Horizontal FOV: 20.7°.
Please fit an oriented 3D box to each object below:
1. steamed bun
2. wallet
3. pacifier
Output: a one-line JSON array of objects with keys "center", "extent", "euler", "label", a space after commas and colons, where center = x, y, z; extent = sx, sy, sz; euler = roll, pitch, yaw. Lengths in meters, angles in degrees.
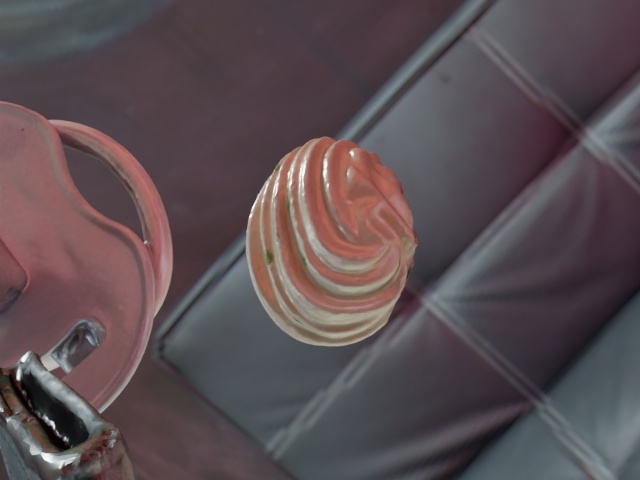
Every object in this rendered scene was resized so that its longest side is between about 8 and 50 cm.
[{"center": [0.000, 0.000, 1.517], "extent": [0.183, 0.106, 0.183], "euler": [1, 91, 59], "label": "steamed bun"}, {"center": [-0.066, 0.238, 0.771], "extent": [0.046, 0.379, 0.190], "euler": [-22, 16, -18], "label": "wallet"}, {"center": [-0.238, 0.001, 1.234], "extent": [0.227, 0.279, 0.207], "euler": [-42, -22, 5], "label": "pacifier"}]
